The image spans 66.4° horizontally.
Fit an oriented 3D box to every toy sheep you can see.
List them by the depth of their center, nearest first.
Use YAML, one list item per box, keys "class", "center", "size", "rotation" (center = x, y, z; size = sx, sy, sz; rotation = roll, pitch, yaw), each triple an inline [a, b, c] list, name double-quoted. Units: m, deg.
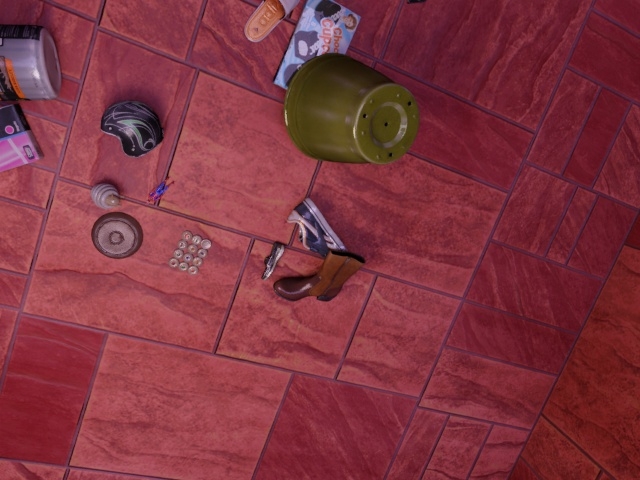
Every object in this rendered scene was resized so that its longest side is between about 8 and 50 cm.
- class: "toy sheep"
  center: [-0.702, -0.146, 1.598]
  size: [0.091, 0.132, 0.091]
  rotation: [-37, 139, -41]

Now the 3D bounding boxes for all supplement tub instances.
- class: "supplement tub"
  center: [-0.938, -0.499, 1.381]
  size: [0.337, 0.207, 0.207]
  rotation: [-5, 107, -12]

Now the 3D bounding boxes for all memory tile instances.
- class: "memory tile"
  center: [-0.469, 0.046, 1.760]
  size: [0.113, 0.012, 0.148]
  rotation: [25, 97, -20]

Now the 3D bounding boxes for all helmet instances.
- class: "helmet"
  center: [-0.592, -0.360, 1.535]
  size: [0.169, 0.169, 0.162]
  rotation: [-29, 126, -5]

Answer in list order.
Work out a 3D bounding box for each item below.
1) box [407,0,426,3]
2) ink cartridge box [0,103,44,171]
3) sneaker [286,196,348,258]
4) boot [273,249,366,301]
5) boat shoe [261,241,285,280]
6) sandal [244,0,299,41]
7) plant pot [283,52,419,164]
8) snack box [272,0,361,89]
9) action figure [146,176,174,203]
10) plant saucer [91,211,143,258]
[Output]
- class: "box"
  center: [0.333, -0.872, 1.702]
  size: [0.067, 0.018, 0.083]
  rotation: [-10, 107, -11]
- class: "ink cartridge box"
  center: [-1.070, -0.275, 1.490]
  size: [0.370, 0.069, 0.176]
  rotation: [-19, 109, -6]
- class: "sneaker"
  center: [0.000, 0.000, 1.810]
  size: [0.127, 0.126, 0.321]
  rotation: [-38, 106, -2]
- class: "boot"
  center: [-0.010, 0.128, 1.774]
  size: [0.263, 0.096, 0.280]
  rotation: [15, 141, -18]
- class: "boat shoe"
  center: [-0.187, 0.076, 1.823]
  size: [0.049, 0.056, 0.152]
  rotation: [29, 87, -15]
- class: "sandal"
  center: [-0.143, -0.756, 1.582]
  size: [0.102, 0.076, 0.265]
  rotation: [36, 94, -21]
- class: "plant pot"
  center: [0.118, -0.394, 1.561]
  size: [0.366, 0.353, 0.367]
  rotation: [-12, 116, -24]
- class: "snack box"
  center: [-0.015, -0.643, 1.655]
  size: [0.187, 0.060, 0.322]
  rotation: [21, 99, -20]
- class: "action figure"
  center: [-0.553, -0.166, 1.671]
  size: [0.115, 0.030, 0.038]
  rotation: [-43, 116, 3]
- class: "plant saucer"
  center: [-0.697, -0.013, 1.676]
  size: [0.168, 0.029, 0.169]
  rotation: [-4, 107, -14]
